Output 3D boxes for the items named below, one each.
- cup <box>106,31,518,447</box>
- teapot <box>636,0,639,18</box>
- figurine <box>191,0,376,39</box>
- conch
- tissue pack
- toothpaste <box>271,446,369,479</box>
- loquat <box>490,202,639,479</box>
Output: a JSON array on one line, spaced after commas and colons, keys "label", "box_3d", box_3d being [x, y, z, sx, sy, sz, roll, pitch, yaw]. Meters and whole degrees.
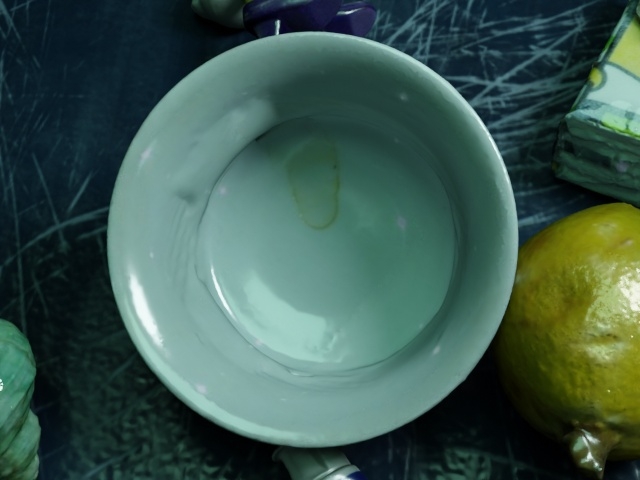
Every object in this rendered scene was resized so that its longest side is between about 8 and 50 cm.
[{"label": "cup", "box_3d": [0.000, 0.000, 0.833, 0.347, 0.163, 0.347, 0, 88, 10]}, {"label": "teapot", "box_3d": [0.357, -0.246, 0.935, 0.067, 0.057, 0.083, -46, 47, 18]}, {"label": "figurine", "box_3d": [-0.095, -0.375, 1.131, 0.193, 0.154, 0.420, -32, 63, 25]}, {"label": "conch", "box_3d": [-0.331, 0.143, 0.820, 0.176, 0.122, 0.188, -46, 62, 0]}, {"label": "tissue pack", "box_3d": [0.412, -0.168, 0.979, 0.228, 0.128, 0.311, 23, 61, 18]}, {"label": "toothpaste", "box_3d": [0.049, 0.278, 0.761, 0.096, 0.061, 0.266, -27, 66, -15]}, {"label": "loquat", "box_3d": [0.239, 0.093, 0.774, 0.213, 0.213, 0.246, 16, 51, 13]}]
